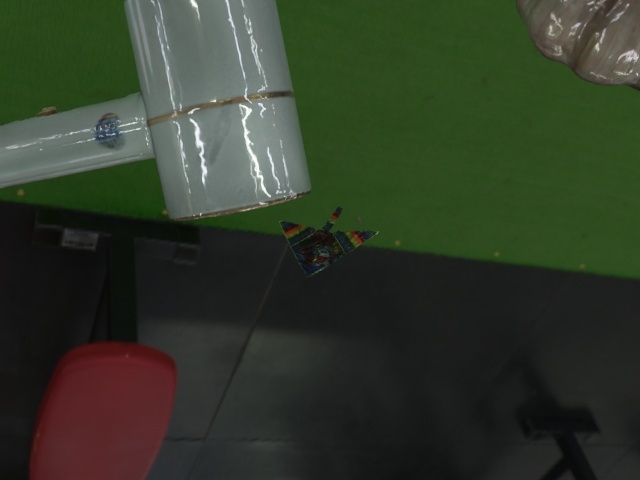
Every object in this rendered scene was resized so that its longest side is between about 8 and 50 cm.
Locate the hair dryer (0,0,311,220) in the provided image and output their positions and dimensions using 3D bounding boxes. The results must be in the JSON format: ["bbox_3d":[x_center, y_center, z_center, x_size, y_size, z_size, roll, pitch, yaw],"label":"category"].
[{"bbox_3d":[-0.194,-0.087,0.587,0.358,0.107,0.172,-9,96,13],"label":"hair dryer"}]

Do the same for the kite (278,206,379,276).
[{"bbox_3d":[0.000,0.000,0.834,0.122,0.090,0.004,12,154,30],"label":"kite"}]

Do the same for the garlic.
[{"bbox_3d":[0.300,-0.264,0.723,0.219,0.218,0.212,-8,155,-9],"label":"garlic"}]
